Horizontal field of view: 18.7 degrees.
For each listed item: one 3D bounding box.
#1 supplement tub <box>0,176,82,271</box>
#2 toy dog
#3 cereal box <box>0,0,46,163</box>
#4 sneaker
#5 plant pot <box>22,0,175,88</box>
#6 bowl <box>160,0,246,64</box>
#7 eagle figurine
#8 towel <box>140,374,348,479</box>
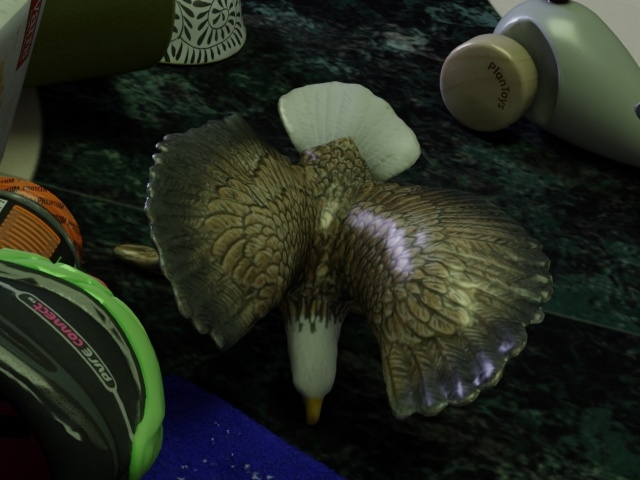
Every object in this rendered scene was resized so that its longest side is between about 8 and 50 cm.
[{"bbox_3d":[-0.217,0.044,1.193,0.117,0.117,0.190,18,31,3],"label":"supplement tub"},{"bbox_3d":[0.277,-0.140,1.668,0.334,0.161,0.220,18,32,1],"label":"toy dog"},{"bbox_3d":[-0.258,-0.071,1.300,0.047,0.173,0.240,24,33,2],"label":"cereal box"},{"bbox_3d":[-0.318,0.084,0.951,0.483,0.185,0.202,-2,18,-6],"label":"sneaker"},{"bbox_3d":[-0.301,-0.220,1.462,0.294,0.274,0.275,-20,45,-23],"label":"plant pot"},{"bbox_3d":[-0.138,-0.229,1.690,0.170,0.080,0.170,12,31,-8],"label":"bowl"},{"bbox_3d":[0.003,0.011,1.255,0.226,0.298,0.225,-29,90,-10],"label":"eagle figurine"},{"bbox_3d":[-0.106,0.182,1.068,0.228,0.076,0.308,34,36,24],"label":"towel"}]
